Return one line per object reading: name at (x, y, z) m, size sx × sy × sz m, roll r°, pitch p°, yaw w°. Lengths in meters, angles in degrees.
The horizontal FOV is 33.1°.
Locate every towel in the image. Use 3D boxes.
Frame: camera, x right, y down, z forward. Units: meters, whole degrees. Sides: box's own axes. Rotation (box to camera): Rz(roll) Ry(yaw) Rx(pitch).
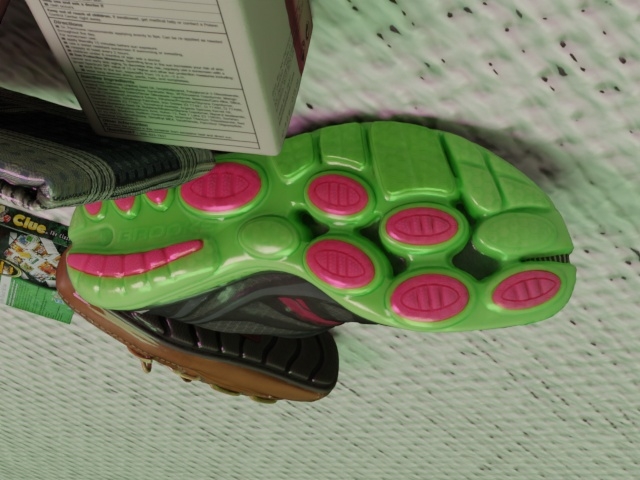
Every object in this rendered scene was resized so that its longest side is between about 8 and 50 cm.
towel at (-0.278, -0.081, 0.821) m, size 0.324 × 0.056 × 0.312 m, roll 16°, pitch -168°, yaw 10°

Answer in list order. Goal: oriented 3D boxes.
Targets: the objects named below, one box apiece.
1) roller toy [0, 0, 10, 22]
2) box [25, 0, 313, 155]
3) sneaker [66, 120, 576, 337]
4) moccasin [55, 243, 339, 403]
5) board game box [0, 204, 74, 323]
roller toy at (-0.300, -0.199, 0.727) m, size 0.209 × 0.146 × 0.191 m, roll 3°, pitch 152°, yaw 18°
box at (-0.098, -0.175, 0.707) m, size 0.148 × 0.127 × 0.232 m, roll 8°, pitch 153°, yaw 11°
sneaker at (0.000, 0.000, 0.999) m, size 0.482 × 0.185 × 0.202 m, roll 3°, pitch 170°, yaw 25°
moccasin at (-0.151, 0.103, 1.280) m, size 0.380 × 0.139 × 0.147 m, roll 23°, pitch 144°, yaw -40°
board game box at (-0.358, 0.035, 1.339) m, size 0.136 × 0.030 × 0.260 m, roll 17°, pitch 153°, yaw -14°
